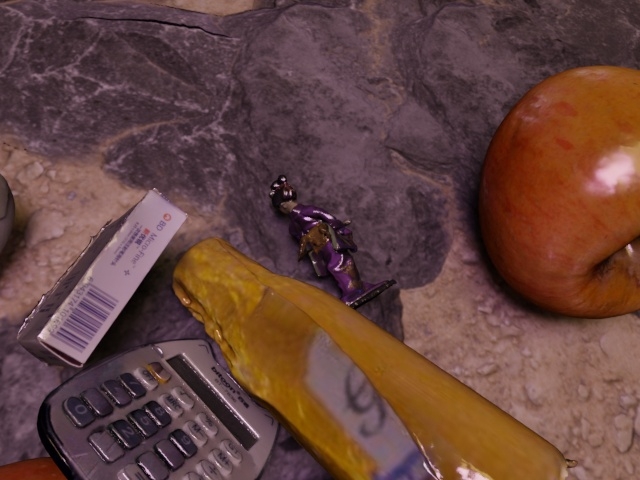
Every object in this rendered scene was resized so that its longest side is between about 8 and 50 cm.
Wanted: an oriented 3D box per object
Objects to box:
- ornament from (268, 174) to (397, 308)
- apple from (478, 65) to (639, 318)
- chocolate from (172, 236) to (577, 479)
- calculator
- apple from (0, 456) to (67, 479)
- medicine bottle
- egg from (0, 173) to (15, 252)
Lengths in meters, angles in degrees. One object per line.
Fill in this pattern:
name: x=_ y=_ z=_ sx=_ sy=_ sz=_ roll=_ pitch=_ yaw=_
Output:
ornament: x=0.000 y=0.006 z=0.633 sx=0.088 sy=0.081 sz=0.203 roll=-30 pitch=72 yaw=-24
apple: x=0.342 y=-0.066 z=0.625 sx=0.299 sy=0.299 sz=0.275 roll=-4 pitch=42 yaw=-14
chocolate: x=0.006 y=0.146 z=0.497 sx=0.445 sy=0.162 sz=0.162 roll=33 pitch=62 yaw=25
calculator: x=-0.130 y=0.170 z=0.448 sx=0.177 sy=0.268 sz=0.040 roll=44 pitch=97 yaw=11
apple: x=-0.206 y=0.305 z=0.361 sx=0.272 sy=0.251 sz=0.206 roll=37 pitch=21 yaw=7
medicine bottle: x=-0.232 y=0.042 z=0.501 sx=0.052 sy=0.201 sz=0.171 roll=40 pitch=59 yaw=-23
egg: x=-0.426 y=-0.011 z=0.492 sx=0.217 sy=0.183 sz=0.183 roll=-21 pitch=71 yaw=-11
